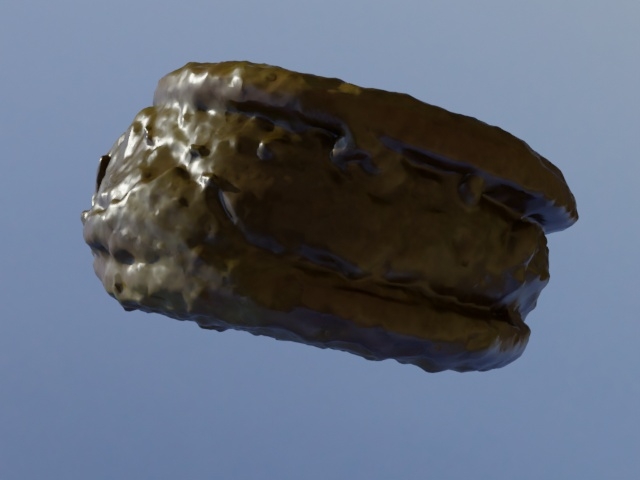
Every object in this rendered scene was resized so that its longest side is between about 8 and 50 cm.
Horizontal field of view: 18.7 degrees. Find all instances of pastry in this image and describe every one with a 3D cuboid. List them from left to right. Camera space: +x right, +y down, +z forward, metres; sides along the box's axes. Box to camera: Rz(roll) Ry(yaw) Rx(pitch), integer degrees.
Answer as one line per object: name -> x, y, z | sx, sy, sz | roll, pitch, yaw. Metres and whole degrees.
pastry -> 0.000, 0.000, 0.983 | 0.240, 0.132, 0.235 | 17, 172, 0
